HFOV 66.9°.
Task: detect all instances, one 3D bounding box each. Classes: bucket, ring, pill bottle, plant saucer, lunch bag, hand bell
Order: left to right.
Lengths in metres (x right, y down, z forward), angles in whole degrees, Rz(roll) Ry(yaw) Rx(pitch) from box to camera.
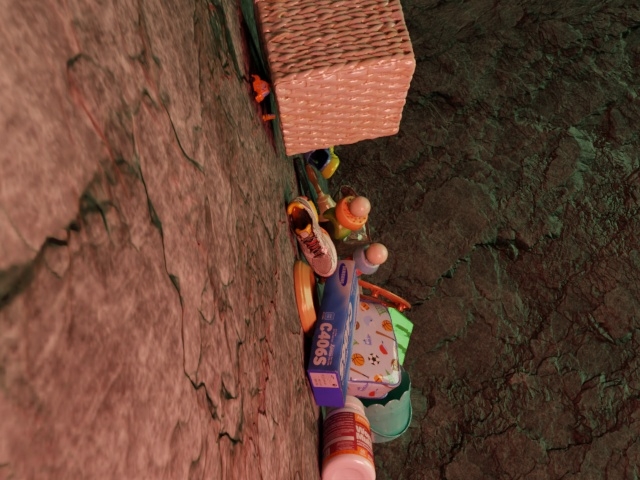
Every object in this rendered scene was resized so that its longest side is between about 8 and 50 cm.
[{"bbox_3d":[-0.030,0.147,1.249,0.200,0.037,0.200,-11,90,-85],"label":"plant saucer"},{"bbox_3d":[-0.006,-0.213,2.032,0.126,0.126,0.242,-91,159,-61],"label":"hand bell"},{"bbox_3d":[0.107,-0.086,2.227,0.235,0.168,0.287,132,-48,-62],"label":"lunch bag"},{"bbox_3d":[0.062,0.480,1.155,0.221,0.121,0.121,-88,167,-68],"label":"pill bottle"},{"bbox_3d":[0.100,0.302,1.422,0.115,0.243,0.304,121,-29,-43],"label":"lunch bag"},{"bbox_3d":[0.129,0.171,1.580,0.336,0.336,0.032,63,47,-74],"label":"ring"},{"bbox_3d":[0.201,0.585,1.775,0.281,0.280,0.183,-88,171,-68],"label":"bucket"}]

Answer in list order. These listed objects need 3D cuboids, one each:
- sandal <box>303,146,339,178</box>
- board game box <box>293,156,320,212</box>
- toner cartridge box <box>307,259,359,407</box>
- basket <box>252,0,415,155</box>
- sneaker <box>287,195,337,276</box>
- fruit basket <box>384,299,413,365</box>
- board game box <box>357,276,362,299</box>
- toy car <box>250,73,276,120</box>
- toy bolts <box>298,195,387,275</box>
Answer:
[{"bbox_3d":[-0.017,-0.387,2.075,0.138,0.126,0.317,31,17,-26],"label":"sandal"},{"bbox_3d":[-0.045,-0.181,1.648,0.126,0.026,0.186,44,28,-82],"label":"board game box"},{"bbox_3d":[0.042,0.230,1.252,0.348,0.075,0.165,-77,164,-45],"label":"toner cartridge box"},{"bbox_3d":[0.034,-0.412,1.164,0.328,0.331,0.267,87,-10,-71],"label":"basket"},{"bbox_3d":[-0.031,-0.005,1.266,0.225,0.088,0.092,63,15,-1],"label":"sneaker"},{"bbox_3d":[0.190,0.430,2.116,0.283,0.391,0.393,125,-38,-59],"label":"fruit basket"},{"bbox_3d":[0.122,0.206,2.285,0.275,0.144,0.142,-80,161,-73],"label":"board game box"},{"bbox_3d":[-0.124,-0.324,1.091,0.122,0.040,0.060,62,18,-73],"label":"toy car"},{"bbox_3d":[0.079,0.002,1.358,0.229,0.218,0.158,58,-36,1],"label":"toy bolts"}]
